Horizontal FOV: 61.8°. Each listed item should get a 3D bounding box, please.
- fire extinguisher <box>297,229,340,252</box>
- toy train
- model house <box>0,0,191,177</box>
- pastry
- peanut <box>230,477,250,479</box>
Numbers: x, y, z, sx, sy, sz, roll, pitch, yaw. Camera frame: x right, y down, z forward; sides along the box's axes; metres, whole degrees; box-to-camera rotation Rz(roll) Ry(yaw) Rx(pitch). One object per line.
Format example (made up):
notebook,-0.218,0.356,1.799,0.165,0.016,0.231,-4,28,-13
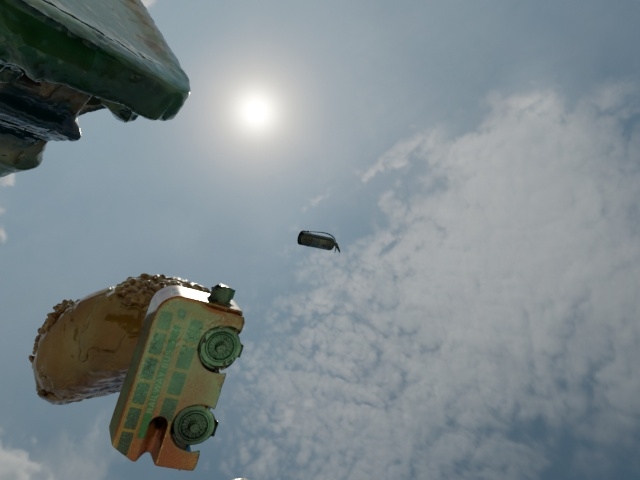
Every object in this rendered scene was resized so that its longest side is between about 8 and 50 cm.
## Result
fire extinguisher,0.000,0.000,0.966,0.025,0.083,0.038,-32,-128,53
toy train,-0.141,0.129,0.534,0.072,0.099,0.188,-161,-92,-73
model house,-0.319,-0.140,0.430,0.280,0.312,0.245,-40,-112,17
pastry,-0.293,0.143,0.843,0.310,0.255,0.162,-23,-102,13
peanut,-0.064,0.254,0.524,0.037,0.083,0.037,-42,-145,39
